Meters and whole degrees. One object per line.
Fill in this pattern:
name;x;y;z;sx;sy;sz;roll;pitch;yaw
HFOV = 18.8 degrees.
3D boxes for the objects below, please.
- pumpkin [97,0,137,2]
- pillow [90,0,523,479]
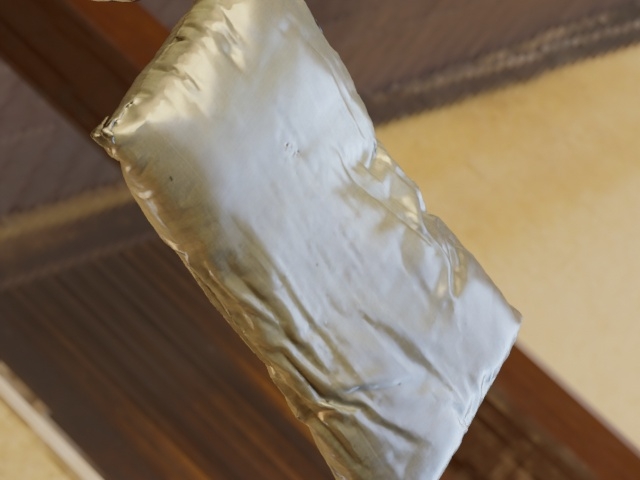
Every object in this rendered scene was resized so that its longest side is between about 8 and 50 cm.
pumpkin;-0.132;-0.259;1.193;0.233;0.233;0.163;-51;168;14
pillow;0.000;0.000;0.779;0.050;0.229;0.148;-16;-148;33
